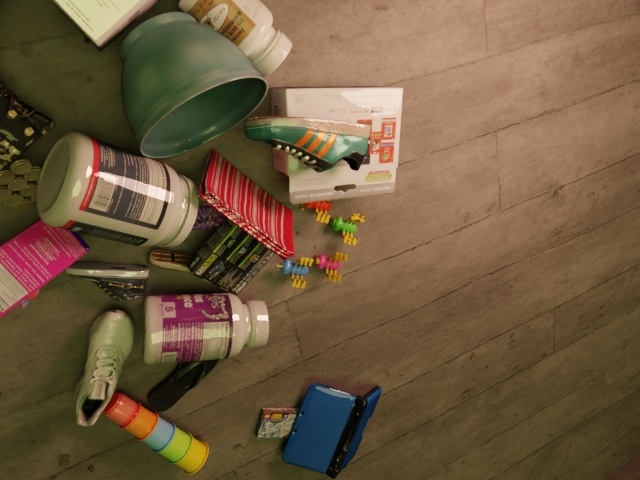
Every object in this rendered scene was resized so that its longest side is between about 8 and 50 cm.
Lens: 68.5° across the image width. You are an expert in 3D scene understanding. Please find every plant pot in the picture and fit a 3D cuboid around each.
[{"bbox_3d":[-0.283,-0.330,0.964,0.293,0.293,0.196,-31,91,-12],"label":"plant pot"}]

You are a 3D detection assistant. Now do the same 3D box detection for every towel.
[{"bbox_3d":[-0.166,-0.087,1.135,0.031,0.199,0.275,-36,124,24],"label":"towel"}]

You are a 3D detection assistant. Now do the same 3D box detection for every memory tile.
[{"bbox_3d":[-0.610,-0.111,0.965,0.113,0.148,0.012,-35,78,-6],"label":"memory tile"}]

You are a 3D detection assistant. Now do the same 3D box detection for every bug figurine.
[{"bbox_3d":[0.000,0.000,1.304,0.216,0.072,0.279,18,95,-35],"label":"bug figurine"}]

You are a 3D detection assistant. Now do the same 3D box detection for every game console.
[{"bbox_3d":[0.044,0.599,1.547,0.250,0.173,0.293,0,113,-64],"label":"game console"}]

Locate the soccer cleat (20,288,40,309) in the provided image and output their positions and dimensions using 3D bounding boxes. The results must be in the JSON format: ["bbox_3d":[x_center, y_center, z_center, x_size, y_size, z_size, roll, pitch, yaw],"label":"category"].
[{"bbox_3d":[-0.731,0.071,0.999,0.248,0.083,0.095,28,100,-32],"label":"soccer cleat"}]

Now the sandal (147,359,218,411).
[{"bbox_3d":[-0.361,0.372,1.283,0.097,0.054,0.254,41,89,-30],"label":"sandal"}]

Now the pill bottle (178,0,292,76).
[{"bbox_3d":[-0.178,-0.473,1.021,0.229,0.131,0.131,37,91,-30],"label":"pill bottle"}]

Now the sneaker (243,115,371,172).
[{"bbox_3d":[-0.025,-0.211,1.050,0.302,0.108,0.121,-1,105,-24],"label":"sneaker"}]

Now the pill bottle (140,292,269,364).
[{"bbox_3d":[-0.292,0.218,1.194,0.301,0.169,0.169,1,108,-25],"label":"pill bottle"}]

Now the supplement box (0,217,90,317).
[{"bbox_3d":[-0.612,0.047,0.964,0.220,0.111,0.114,-47,116,-36],"label":"supplement box"}]

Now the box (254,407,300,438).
[{"bbox_3d":[-0.129,0.571,1.474,0.137,0.027,0.094,11,104,-27],"label":"box"}]

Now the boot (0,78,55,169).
[{"bbox_3d":[-0.624,-0.313,0.873,0.377,0.138,0.284,-42,118,-1],"label":"boot"}]

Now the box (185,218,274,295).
[{"bbox_3d":[-0.213,0.036,1.194,0.191,0.045,0.184,-48,141,2],"label":"box"}]

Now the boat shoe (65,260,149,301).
[{"bbox_3d":[-0.505,0.100,1.115,0.183,0.065,0.083,7,104,-27],"label":"boat shoe"}]

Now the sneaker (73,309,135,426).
[{"bbox_3d":[-0.524,0.313,1.147,0.111,0.129,0.297,13,101,-25],"label":"sneaker"}]

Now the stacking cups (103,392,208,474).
[{"bbox_3d":[-0.442,0.521,1.278,0.096,0.096,0.316,-42,119,-6],"label":"stacking cups"}]

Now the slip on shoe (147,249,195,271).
[{"bbox_3d":[-0.365,0.056,1.180,0.135,0.051,0.041,10,144,-35],"label":"slip on shoe"}]

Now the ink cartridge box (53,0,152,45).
[{"bbox_3d":[-0.363,-0.498,0.891,0.273,0.198,0.115,-45,118,-4],"label":"ink cartridge box"}]

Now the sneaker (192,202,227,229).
[{"bbox_3d":[-0.266,-0.057,1.165,0.170,0.071,0.068,-9,112,-20],"label":"sneaker"}]

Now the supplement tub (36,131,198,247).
[{"bbox_3d":[-0.418,-0.094,0.986,0.272,0.191,0.191,19,100,-47],"label":"supplement tub"}]

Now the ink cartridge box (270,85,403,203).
[{"bbox_3d":[0.039,-0.250,1.199,0.309,0.130,0.272,-7,111,-21],"label":"ink cartridge box"}]
